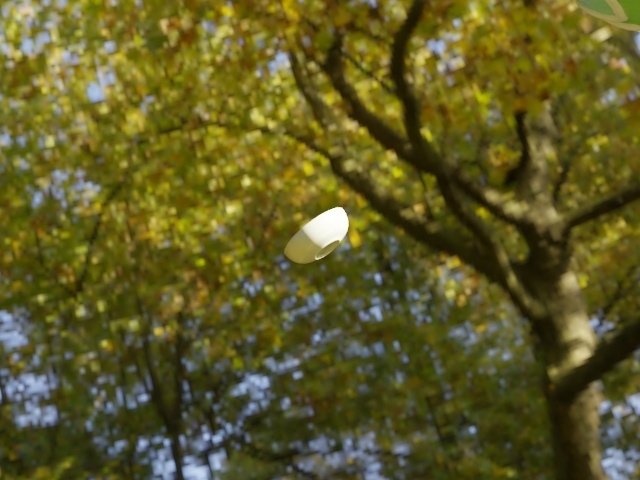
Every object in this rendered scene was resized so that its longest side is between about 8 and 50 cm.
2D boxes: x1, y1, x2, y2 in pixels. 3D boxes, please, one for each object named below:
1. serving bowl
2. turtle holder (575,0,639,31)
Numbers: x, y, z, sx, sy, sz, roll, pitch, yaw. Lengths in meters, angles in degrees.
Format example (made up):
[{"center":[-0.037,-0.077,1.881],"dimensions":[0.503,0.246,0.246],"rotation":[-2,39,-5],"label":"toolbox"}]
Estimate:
[{"center":[0.000,0.000,1.591],"dimensions":[0.083,0.027,0.083],"rotation":[-34,-15,-11],"label":"serving bowl"},{"center":[0.325,-0.293,1.280],"dimensions":[0.320,0.243,0.227],"rotation":[32,-17,-17],"label":"turtle holder"}]
